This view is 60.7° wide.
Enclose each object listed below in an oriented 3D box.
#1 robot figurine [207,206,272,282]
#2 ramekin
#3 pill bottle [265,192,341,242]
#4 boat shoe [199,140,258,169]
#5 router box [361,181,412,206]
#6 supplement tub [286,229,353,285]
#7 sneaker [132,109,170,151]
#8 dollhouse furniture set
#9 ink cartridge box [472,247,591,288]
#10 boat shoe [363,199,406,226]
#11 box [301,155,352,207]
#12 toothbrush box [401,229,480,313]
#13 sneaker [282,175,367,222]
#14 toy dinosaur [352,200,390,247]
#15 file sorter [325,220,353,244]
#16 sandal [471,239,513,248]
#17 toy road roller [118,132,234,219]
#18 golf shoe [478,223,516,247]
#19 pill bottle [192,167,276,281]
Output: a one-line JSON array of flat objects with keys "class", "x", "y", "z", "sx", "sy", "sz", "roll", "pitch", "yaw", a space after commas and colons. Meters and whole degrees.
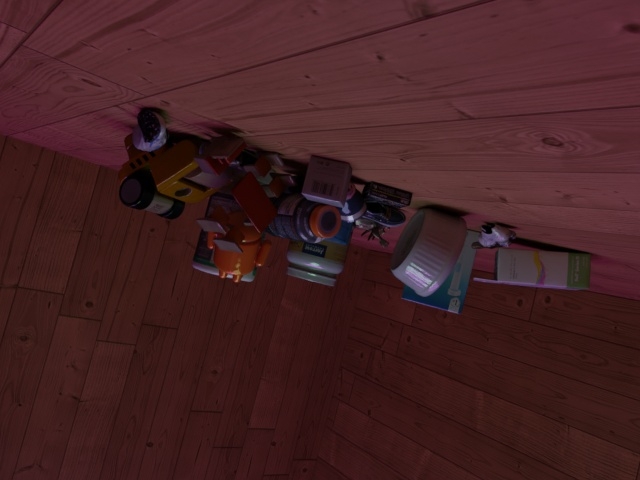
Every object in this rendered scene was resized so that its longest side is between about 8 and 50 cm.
[{"class": "robot figurine", "x": -0.232, "y": 0.010, "z": 1.554, "sx": 0.128, "sy": 0.220, "sz": 0.158, "roll": -13, "pitch": -141, "yaw": -42}, {"class": "ramekin", "x": 0.318, "y": 0.025, "z": 1.661, "sx": 0.127, "sy": 0.273, "sz": 0.273, "roll": 26, "pitch": 176, "yaw": -6}, {"class": "pill bottle", "x": -0.053, "y": -0.062, "z": 1.505, "sx": 0.130, "sy": 0.131, "sz": 0.245, "roll": 17, "pitch": 176, "yaw": -39}, {"class": "boat shoe", "x": -0.236, "y": -0.230, "z": 1.470, "sx": 0.066, "sy": 0.066, "sz": 0.183, "roll": 5, "pitch": -179, "yaw": 44}, {"class": "router box", "x": 0.184, "y": -0.126, "z": 1.524, "sx": 0.122, "sy": 0.038, "sz": 0.092, "roll": 15, "pitch": 178, "yaw": -9}, {"class": "supplement tub", "x": 0.000, "y": 0.000, "z": 2.089, "sx": 0.228, "sy": 0.317, "sz": 0.228, "roll": 14, "pitch": 177, "yaw": 1}, {"class": "sneaker", "x": -0.414, "y": -0.276, "z": 1.367, "sx": 0.086, "sy": 0.085, "sz": 0.237, "roll": -13, "pitch": -174, "yaw": -26}, {"class": "dollhouse furniture set", "x": -0.192, "y": -0.135, "z": 1.377, "sx": 0.135, "sy": 0.262, "sz": 0.259, "roll": 9, "pitch": 143, "yaw": 43}, {"class": "ink cartridge box", "x": 0.703, "y": 0.094, "z": 1.854, "sx": 0.353, "sy": 0.119, "sz": 0.207, "roll": 4, "pitch": 175, "yaw": 14}, {"class": "boat shoe", "x": 0.210, "y": -0.090, "z": 1.818, "sx": 0.183, "sy": 0.065, "sz": 0.083, "roll": 12, "pitch": 171, "yaw": -13}, {"class": "box", "x": 0.018, "y": -0.145, "z": 1.362, "sx": 0.101, "sy": 0.102, "sz": 0.087, "roll": 13, "pitch": 175, "yaw": 11}, {"class": "toothbrush box", "x": 0.434, "y": 0.095, "z": 1.965, "sx": 0.216, "sy": 0.296, "sz": 0.126, "roll": 13, "pitch": 178, "yaw": 15}, {"class": "sneaker", "x": -0.010, "y": -0.157, "z": 1.578, "sx": 0.318, "sy": 0.112, "sz": 0.131, "roll": 17, "pitch": 152, "yaw": 36}, {"class": "toy dinosaur", "x": 0.148, "y": -0.074, "z": 1.959, "sx": 0.295, "sy": 0.127, "sz": 0.200, "roll": 21, "pitch": -178, "yaw": -15}, {"class": "file sorter", "x": 0.036, "y": -0.089, "z": 1.712, "sx": 0.118, "sy": 0.170, "sz": 0.104, "roll": 13, "pitch": 173, "yaw": 31}, {"class": "sandal", "x": 0.574, "y": 0.001, "z": 1.823, "sx": 0.180, "sy": 0.049, "sz": 0.072, "roll": -2, "pitch": 172, "yaw": -32}, {"class": "toy road roller", "x": -0.444, "y": -0.230, "z": 1.615, "sx": 0.329, "sy": 0.241, "sz": 0.202, "roll": -26, "pitch": 162, "yaw": 17}, {"class": "golf shoe", "x": 0.524, "y": -0.027, "z": 1.681, "sx": 0.086, "sy": 0.069, "sz": 0.176, "roll": 35, "pitch": 170, "yaw": -9}, {"class": "pill bottle", "x": -0.266, "y": -0.065, "z": 1.739, "sx": 0.204, "sy": 0.361, "sz": 0.204, "roll": 15, "pitch": 177, "yaw": 1}]
